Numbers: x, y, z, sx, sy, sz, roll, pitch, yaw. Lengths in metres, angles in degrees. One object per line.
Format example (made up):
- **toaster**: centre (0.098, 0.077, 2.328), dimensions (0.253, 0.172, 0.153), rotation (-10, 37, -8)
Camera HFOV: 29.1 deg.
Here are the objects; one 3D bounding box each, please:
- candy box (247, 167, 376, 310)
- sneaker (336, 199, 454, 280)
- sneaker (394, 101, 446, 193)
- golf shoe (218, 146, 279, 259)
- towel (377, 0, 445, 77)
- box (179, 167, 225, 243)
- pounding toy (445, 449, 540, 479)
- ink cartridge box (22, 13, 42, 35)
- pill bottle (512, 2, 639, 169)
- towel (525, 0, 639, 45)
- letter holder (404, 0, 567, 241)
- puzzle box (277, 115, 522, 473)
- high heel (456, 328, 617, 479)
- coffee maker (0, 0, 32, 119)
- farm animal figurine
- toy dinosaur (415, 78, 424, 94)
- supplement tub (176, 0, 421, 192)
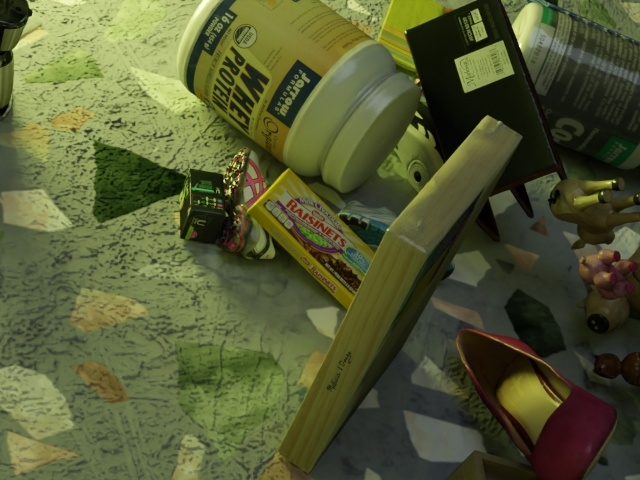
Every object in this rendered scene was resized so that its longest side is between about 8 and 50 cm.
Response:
- **candy box**: centre (0.000, 0.000, 1.721), dimensions (0.206, 0.027, 0.105), rotation (44, 41, -5)
- **sneaker**: centre (0.112, -0.008, 1.794), dimensions (0.190, 0.071, 0.083), rotation (27, 37, 3)
- **sneaker**: centre (0.181, -0.152, 1.953), dimensions (0.121, 0.079, 0.217), rotation (-11, 53, -33)
- **golf shoe**: centre (-0.097, -0.049, 1.748), dimensions (0.086, 0.067, 0.186), rotation (20, 49, -27)
- **towel**: centre (0.160, -0.374, 2.206), dimensions (0.102, 0.021, 0.237), rotation (26, 42, -6)
- **box**: centre (-0.164, -0.048, 1.711), dimensions (0.052, 0.062, 0.083), rotation (9, 46, -18)
- **pounding toy**: centre (0.205, 0.345, 1.483), dimensions (0.130, 0.100, 0.141), rotation (19, 40, -20)
- **ink cartridge box**: centre (-0.537, -0.357, 1.880), dimensions (0.179, 0.045, 0.145), rotation (46, 44, -3)
- **pill bottle**: centre (0.475, -0.243, 2.080), dimensions (0.361, 0.204, 0.204), rotation (22, 43, -3)
- **towel**: centre (0.534, -0.359, 2.242), dimensions (0.336, 0.040, 0.243), rotation (23, 15, -4)
- **letter holder**: centre (0.265, -0.176, 1.861), dimensions (0.152, 0.214, 0.302), rotation (-21, 65, 15)
- **puzzle box**: centre (0.090, 0.068, 1.461), dimensions (0.052, 0.409, 0.272), rotation (33, 43, 10)
- **high heel**: centre (0.245, 0.198, 1.513), dimensions (0.181, 0.127, 0.377), rotation (34, 1, 1)
- **coffee maker**: centre (-0.494, -0.261, 1.689), dimensions (0.171, 0.178, 0.120), rotation (-12, 53, -32)
- **farm animal figurine**: centre (0.452, 0.050, 1.787), dimensions (0.327, 0.172, 0.330), rotation (-19, 95, -37)
- **toy dinosaur**: centre (0.202, -0.250, 2.089), dimensions (0.082, 0.047, 0.090), rotation (-6, 59, -5)
- **supplement tub**: centre (-0.031, -0.238, 1.835), dimensions (0.316, 0.228, 0.228), rotation (38, 45, 15)
